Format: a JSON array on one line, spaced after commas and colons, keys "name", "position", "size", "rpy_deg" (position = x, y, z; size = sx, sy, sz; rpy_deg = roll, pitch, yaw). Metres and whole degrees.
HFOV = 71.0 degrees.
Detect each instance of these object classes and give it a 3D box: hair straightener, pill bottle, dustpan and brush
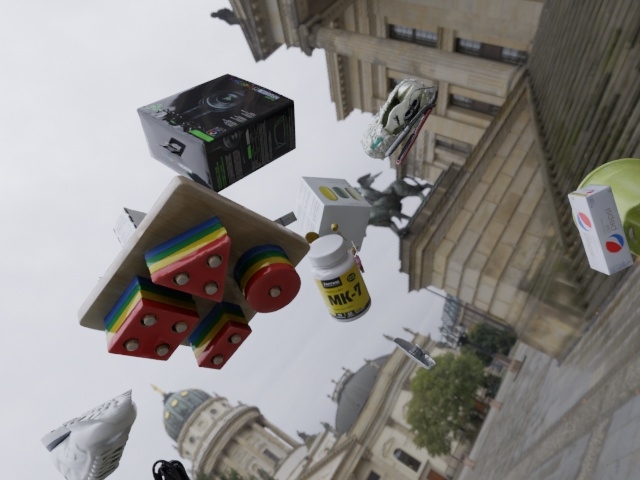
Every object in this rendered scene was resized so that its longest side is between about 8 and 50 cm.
[{"name": "hair straightener", "position": [0.245, -0.329, 1.236], "size": [0.231, 0.089, 0.047], "rpy_deg": [-58, 14, 13]}, {"name": "pill bottle", "position": [0.046, 0.097, 1.148], "size": [0.119, 0.119, 0.209], "rpy_deg": [-46, -56, -35]}, {"name": "dustpan and brush", "position": [0.334, 0.381, 1.510], "size": [0.060, 0.147, 0.211], "rpy_deg": [-51, -32, -8]}]

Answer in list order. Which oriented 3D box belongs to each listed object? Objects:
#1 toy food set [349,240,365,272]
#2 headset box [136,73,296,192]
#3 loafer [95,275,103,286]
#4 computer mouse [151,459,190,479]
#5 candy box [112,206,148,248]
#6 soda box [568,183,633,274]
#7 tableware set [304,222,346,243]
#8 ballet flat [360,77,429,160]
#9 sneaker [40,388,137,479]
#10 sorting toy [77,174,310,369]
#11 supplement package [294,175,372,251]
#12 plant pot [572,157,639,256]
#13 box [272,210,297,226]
[{"name": "toy food set", "position": [0.114, 0.062, 1.407], "size": [0.019, 0.078, 0.122], "rpy_deg": [-23, -48, 0]}, {"name": "headset box", "position": [-0.240, -0.254, 1.040], "size": [0.283, 0.246, 0.131], "rpy_deg": [-37, -36, -33]}, {"name": "loafer", "position": [-0.436, 0.163, 1.092], "size": [0.366, 0.133, 0.130], "rpy_deg": [102, 168, -73]}, {"name": "computer mouse", "position": [-0.263, 0.448, 0.642], "size": [0.262, 0.184, 0.060], "rpy_deg": [-35, -5, -2]}, {"name": "candy box", "position": [-0.393, 0.010, 1.101], "size": [0.164, 0.196, 0.070], "rpy_deg": [16, -69, -47]}, {"name": "soda box", "position": [0.699, -0.029, 1.121], "size": [0.074, 0.069, 0.216], "rpy_deg": [-111, -3, -78]}, {"name": "tableware set", "position": [0.000, 0.000, 1.453], "size": [0.154, 0.104, 0.024], "rpy_deg": [-34, 26, 21]}, {"name": "ballet flat", "position": [0.271, -0.418, 1.449], "size": [0.409, 0.146, 0.147], "rpy_deg": [-57, -25, -30]}, {"name": "sneaker", "position": [-0.301, 0.276, 0.613], "size": [0.090, 0.095, 0.235], "rpy_deg": [-16, -16, -47]}, {"name": "sorting toy", "position": [-0.163, 0.075, 0.659], "size": [0.257, 0.089, 0.255], "rpy_deg": [27, -72, -45]}, {"name": "supplement package", "position": [0.038, -0.104, 1.731], "size": [0.199, 0.263, 0.198], "rpy_deg": [0, -60, -23]}, {"name": "plant pot", "position": [0.881, -0.070, 1.231], "size": [0.254, 0.275, 0.276], "rpy_deg": [-56, -18, -68]}, {"name": "box", "position": [-0.165, -0.034, 1.392], "size": [0.038, 0.145, 0.186], "rpy_deg": [64, -161, -4]}]
